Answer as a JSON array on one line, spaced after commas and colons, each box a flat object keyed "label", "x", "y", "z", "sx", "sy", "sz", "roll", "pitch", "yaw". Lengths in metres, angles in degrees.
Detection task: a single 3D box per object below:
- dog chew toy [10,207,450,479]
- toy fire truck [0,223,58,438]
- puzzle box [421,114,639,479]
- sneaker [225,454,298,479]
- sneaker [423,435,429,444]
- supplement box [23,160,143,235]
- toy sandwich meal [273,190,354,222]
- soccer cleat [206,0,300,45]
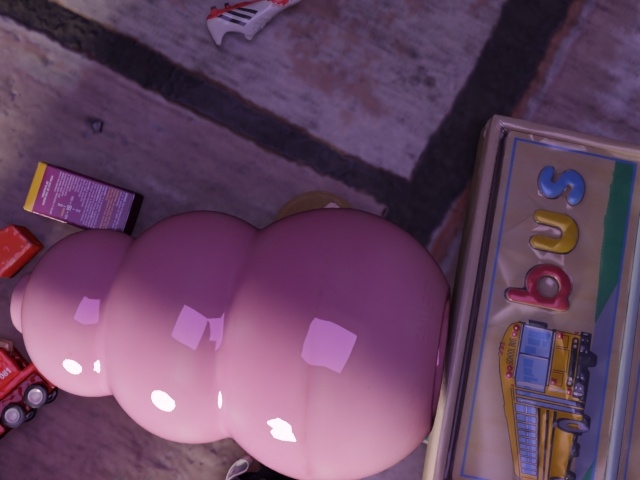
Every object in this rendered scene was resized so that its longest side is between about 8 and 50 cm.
[{"label": "dog chew toy", "x": -0.072, "y": 0.067, "z": 0.982, "sx": 0.331, "sy": 0.206, "sz": 0.207, "roll": 7, "pitch": 88, "yaw": 10}, {"label": "toy fire truck", "x": -0.280, "y": 0.094, "z": 1.059, "sx": 0.192, "sy": 0.047, "sz": 0.135, "roll": -41, "pitch": 88, "yaw": -1}, {"label": "puzzle box", "x": 0.228, "y": 0.119, "z": 1.024, "sx": 0.272, "sy": 0.052, "sz": 0.409, "roll": 11, "pitch": 77, "yaw": -2}, {"label": "sneaker", "x": 0.011, "y": 0.250, "z": 1.033, "sx": 0.234, "sy": 0.094, "sz": 0.153, "roll": 23, "pitch": 96, "yaw": 10}, {"label": "sneaker", "x": 0.140, "y": 0.196, "z": 1.061, "sx": 0.075, "sy": 0.057, "sz": 0.161, "roll": -42, "pitch": 87, "yaw": 5}, {"label": "supplement box", "x": -0.194, "y": -0.032, "z": 1.062, "sx": 0.083, "sy": 0.055, "sz": 0.043, "roll": 18, "pitch": 89, "yaw": 0}, {"label": "toy sandwich meal", "x": 0.000, "y": 0.000, "z": 1.078, "sx": 0.085, "sy": 0.029, "sz": 0.086, "roll": -1, "pitch": 85, "yaw": 6}, {"label": "soccer cleat", "x": -0.054, "y": -0.187, "z": 1.085, "sx": 0.083, "sy": 0.029, "sz": 0.036, "roll": -14, "pitch": 97, "yaw": 2}]
